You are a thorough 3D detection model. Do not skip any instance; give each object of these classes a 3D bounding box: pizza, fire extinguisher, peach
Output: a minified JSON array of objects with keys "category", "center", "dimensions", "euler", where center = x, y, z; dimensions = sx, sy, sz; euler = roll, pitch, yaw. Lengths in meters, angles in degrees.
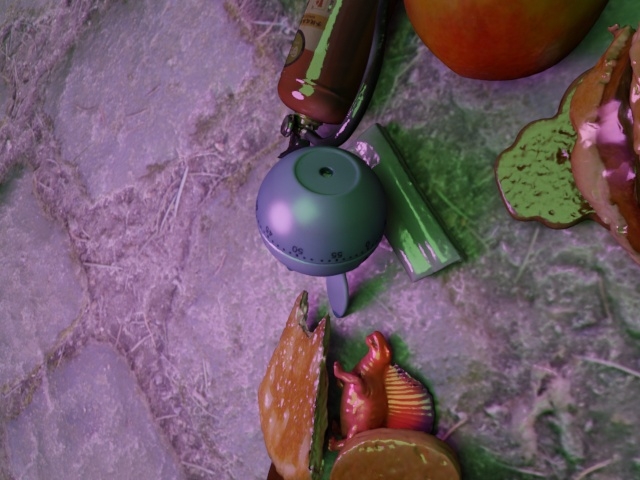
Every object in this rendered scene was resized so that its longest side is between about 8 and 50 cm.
[{"category":"pizza","center":[-0.034,0.202,0.702],"dimensions":[0.181,0.034,0.261],"euler":[5,85,58]},{"category":"fire extinguisher","center":[0.028,-0.266,0.627],"dimensions":[0.113,0.200,0.375],"euler":[21,104,-8]},{"category":"peach","center":[0.193,-0.284,0.504],"dimensions":[0.231,0.231,0.230],"euler":[0,90,30]}]

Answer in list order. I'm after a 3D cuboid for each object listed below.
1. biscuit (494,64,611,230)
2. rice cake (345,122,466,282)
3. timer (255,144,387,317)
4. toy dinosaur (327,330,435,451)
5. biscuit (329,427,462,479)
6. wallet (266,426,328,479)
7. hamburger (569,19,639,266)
[{"category":"biscuit","center":[0.344,-0.117,0.510],"dimensions":[0.319,0.047,0.183],"euler":[-47,72,21]},{"category":"rice cake","center":[0.101,-0.049,0.655],"dimensions":[0.080,0.042,0.221],"euler":[-37,73,24]},{"category":"timer","center":[0.013,-0.017,0.634],"dimensions":[0.176,0.255,0.175],"euler":[-5,67,13]},{"category":"toy dinosaur","center":[0.080,0.266,0.667],"dimensions":[0.139,0.070,0.285],"euler":[7,95,8]},{"category":"biscuit","center":[0.107,0.420,0.624],"dimensions":[0.270,0.051,0.375],"euler":[1,95,17]},{"category":"wallet","center":[-0.038,0.329,0.733],"dimensions":[0.095,0.026,0.176],"euler":[25,101,51]},{"category":"hamburger","center":[0.358,-0.028,0.397],"dimensions":[0.330,0.162,0.208],"euler":[24,104,-3]}]
